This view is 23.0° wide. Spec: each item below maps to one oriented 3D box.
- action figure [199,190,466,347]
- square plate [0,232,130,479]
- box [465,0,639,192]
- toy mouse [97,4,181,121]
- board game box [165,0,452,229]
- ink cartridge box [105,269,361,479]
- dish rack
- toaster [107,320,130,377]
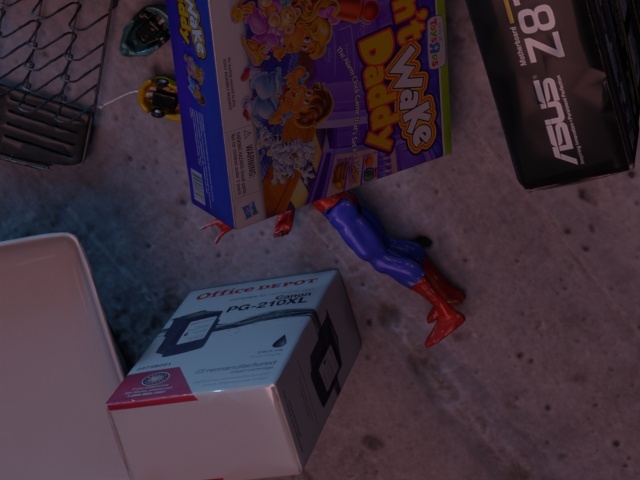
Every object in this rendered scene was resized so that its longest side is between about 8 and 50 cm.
[{"bbox_3d":[0.000,0.000,1.496,0.139,0.091,0.280,-37,103,15],"label":"action figure"},{"bbox_3d":[-0.329,0.154,1.565,0.347,0.049,0.344,-7,114,22],"label":"square plate"},{"bbox_3d":[0.158,-0.280,1.178,0.097,0.318,0.395,-11,115,21],"label":"box"},{"bbox_3d":[-0.128,-0.181,1.474,0.161,0.031,0.143,10,119,10],"label":"toy mouse"},{"bbox_3d":[-0.011,-0.209,1.318,0.078,0.233,0.347,31,134,50],"label":"board game box"},{"bbox_3d":[-0.076,0.129,1.505,0.172,0.237,0.100,-9,112,19],"label":"ink cartridge box"},{"bbox_3d":[-0.299,-0.192,1.491,0.208,0.074,0.271,19,120,6],"label":"dish rack"},{"bbox_3d":[-0.281,0.169,1.654,0.185,0.110,0.168,-8,115,19],"label":"toaster"}]
